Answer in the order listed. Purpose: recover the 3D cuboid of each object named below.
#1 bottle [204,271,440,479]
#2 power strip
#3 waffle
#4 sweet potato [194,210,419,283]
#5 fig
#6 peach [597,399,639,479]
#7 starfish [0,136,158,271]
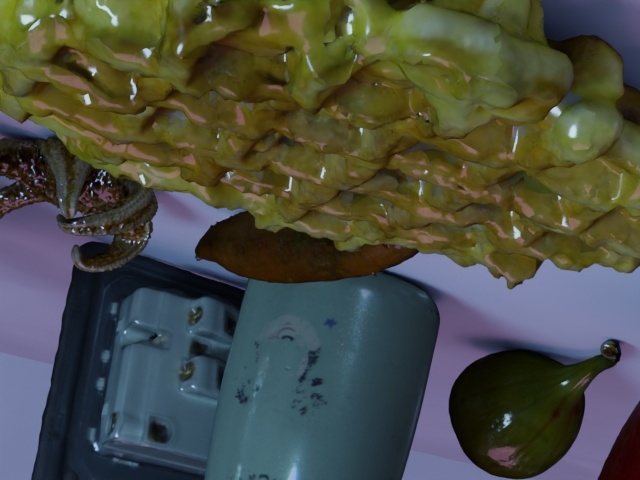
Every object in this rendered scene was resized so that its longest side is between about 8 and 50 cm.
[{"bbox_3d":[-0.018,0.194,0.918,0.168,0.347,0.168,14,167,3],"label":"bottle"},{"bbox_3d":[-0.112,0.140,1.022,0.251,0.257,0.092,24,146,-34],"label":"power strip"},{"bbox_3d":[0.005,-0.050,0.496,0.325,0.068,0.302,3,164,30],"label":"waffle"},{"bbox_3d":[0.001,0.000,0.733,0.264,0.057,0.057,-5,158,46],"label":"sweet potato"},{"bbox_3d":[0.211,0.136,1.049,0.124,0.124,0.236,18,143,-18],"label":"fig"},{"bbox_3d":[0.322,0.212,0.670,0.339,0.353,0.416,30,143,3],"label":"peach"},{"bbox_3d":[-0.180,-0.028,0.742,0.146,0.074,0.190,14,167,-8],"label":"starfish"}]
